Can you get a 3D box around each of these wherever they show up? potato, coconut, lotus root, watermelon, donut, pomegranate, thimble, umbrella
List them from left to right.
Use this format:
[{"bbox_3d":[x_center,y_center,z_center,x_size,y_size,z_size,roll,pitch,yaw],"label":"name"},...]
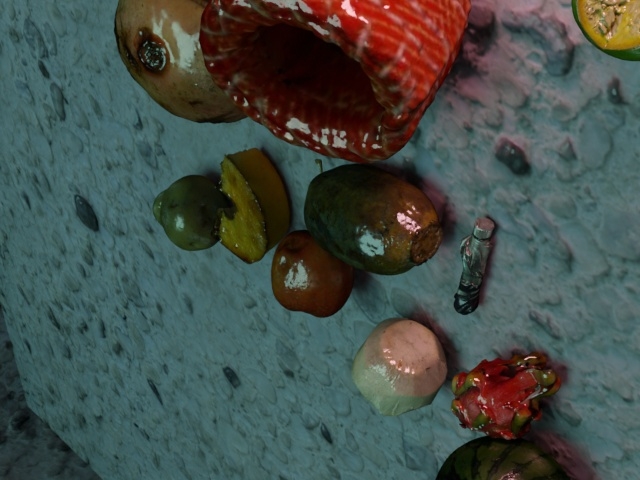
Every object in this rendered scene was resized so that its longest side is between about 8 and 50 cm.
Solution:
[{"bbox_3d":[-0.275,-0.058,2.577,0.194,0.157,0.157,10,122,52],"label":"potato"},{"bbox_3d":[-0.191,-0.353,2.096,0.322,0.322,0.322,37,141,37],"label":"pomegranate"},{"bbox_3d":[-0.127,-0.047,2.406,0.152,0.101,0.259,47,145,24],"label":"donut"},{"bbox_3d":[0.022,-0.297,1.757,0.350,0.230,0.350,22,149,14],"label":"thimble"},{"bbox_3d":[0.080,-0.035,2.053,0.275,0.152,0.160,22,122,46],"label":"lotus root"},{"bbox_3d":[0.136,0.226,2.174,0.161,0.161,0.162,49,150,22],"label":"coconut"},{"bbox_3d":[0.238,0.042,1.972,0.050,0.046,0.188,8,134,2],"label":"umbrella"},{"bbox_3d":[0.294,0.432,2.011,0.242,0.242,0.242,37,141,37],"label":"watermelon"},{"bbox_3d":[0.380,-0.276,1.442,0.169,0.143,0.122,9,169,22],"label":"pomegranate"}]

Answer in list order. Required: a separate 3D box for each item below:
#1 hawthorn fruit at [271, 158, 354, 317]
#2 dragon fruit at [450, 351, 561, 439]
[{"bbox_3d":[0.000,0.000,2.239,0.165,0.165,0.285,36,124,38],"label":"hawthorn fruit"},{"bbox_3d":[0.297,0.242,1.978,0.150,0.133,0.208,42,136,-17],"label":"dragon fruit"}]
